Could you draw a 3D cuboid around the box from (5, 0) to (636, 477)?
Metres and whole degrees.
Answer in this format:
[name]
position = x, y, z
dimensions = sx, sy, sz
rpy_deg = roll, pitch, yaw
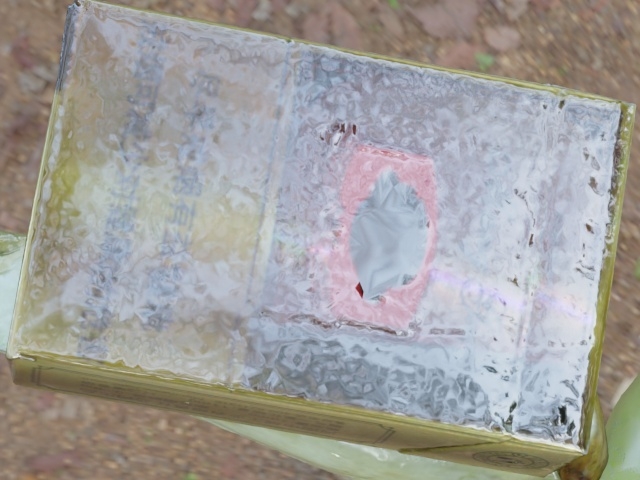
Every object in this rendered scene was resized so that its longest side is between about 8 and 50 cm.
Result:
[box]
position = 0.000, 0.000, 0.761
dimensions = 0.240, 0.071, 0.159
rpy_deg = 11, 79, -7

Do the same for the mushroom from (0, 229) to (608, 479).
[mushroom]
position = -0.022, 0.062, 0.892
dimensions = 0.333, 0.107, 0.087
rpy_deg = 16, 80, 0

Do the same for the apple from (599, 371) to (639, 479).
[apple]
position = 0.330, 0.195, 1.070
dimensions = 0.357, 0.357, 0.357
rpy_deg = -5, 77, 20
